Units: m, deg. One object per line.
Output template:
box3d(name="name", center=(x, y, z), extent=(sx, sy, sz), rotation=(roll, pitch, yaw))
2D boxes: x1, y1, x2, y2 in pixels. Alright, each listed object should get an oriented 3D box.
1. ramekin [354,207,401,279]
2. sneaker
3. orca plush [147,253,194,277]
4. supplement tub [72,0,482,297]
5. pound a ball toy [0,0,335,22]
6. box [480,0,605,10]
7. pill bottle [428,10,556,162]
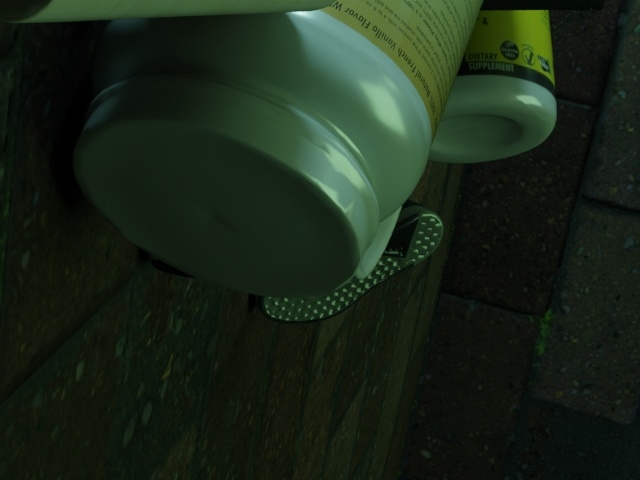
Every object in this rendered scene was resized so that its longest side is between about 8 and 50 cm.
box3d(name="ramekin", center=(0.014, -0.112, 1.422), extent=(0.277, 0.135, 0.277), rotation=(15, 90, -79))
box3d(name="sneaker", center=(0.001, 0.001, 1.650), extent=(0.226, 0.163, 0.086), rotation=(-25, 127, -20))
box3d(name="orca plush", center=(-0.028, -0.086, 1.197), extent=(0.287, 0.102, 0.151), rotation=(-66, -164, -19))
box3d(name="supplement tub", center=(-0.016, -0.144, 0.989), extent=(0.228, 0.228, 0.316), rotation=(86, 22, -59))
box3d(name="pound a ball toy", center=(-0.101, -0.201, 0.758), extent=(0.136, 0.208, 0.319), rotation=(-55, 165, 23))
box3d(name="box", center=(0.148, -0.319, 1.415), extent=(0.261, 0.184, 0.103), rotation=(-113, -158, -52))
box3d(name="pill bottle", center=(0.160, -0.271, 1.657), extent=(0.188, 0.187, 0.334), rotation=(72, 15, -70))
